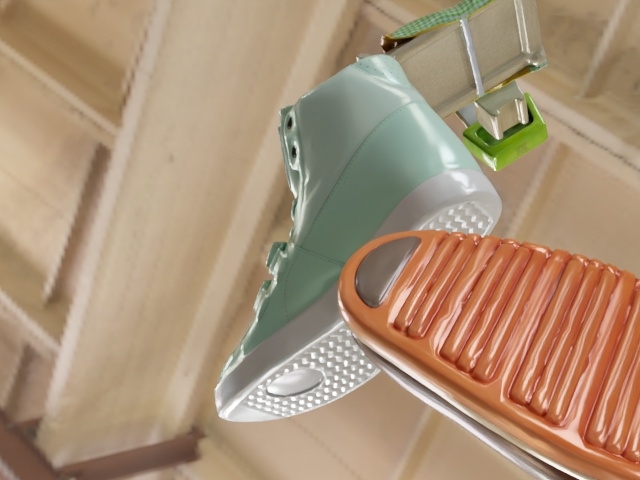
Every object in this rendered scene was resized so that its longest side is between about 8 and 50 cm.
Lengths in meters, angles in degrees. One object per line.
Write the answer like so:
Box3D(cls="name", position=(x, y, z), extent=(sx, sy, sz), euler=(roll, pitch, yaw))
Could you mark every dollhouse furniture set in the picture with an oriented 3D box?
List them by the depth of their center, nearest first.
Box3D(cls="dollhouse furniture set", position=(0.129, -0.198, 1.556), extent=(0.197, 0.301, 0.151), euler=(-32, -122, -5))

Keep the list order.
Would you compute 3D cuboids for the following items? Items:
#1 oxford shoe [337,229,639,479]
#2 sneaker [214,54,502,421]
Box3D(cls="oxford shoe", position=(0.162, 0.119, 0.688), extent=(0.364, 0.130, 0.132), euler=(29, -44, 11))
Box3D(cls="sneaker", position=(0.001, 0.000, 0.895), extent=(0.256, 0.094, 0.151), euler=(-49, -129, 32))
